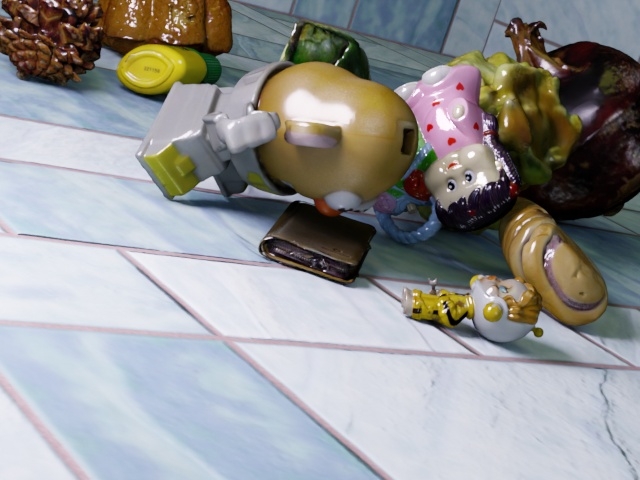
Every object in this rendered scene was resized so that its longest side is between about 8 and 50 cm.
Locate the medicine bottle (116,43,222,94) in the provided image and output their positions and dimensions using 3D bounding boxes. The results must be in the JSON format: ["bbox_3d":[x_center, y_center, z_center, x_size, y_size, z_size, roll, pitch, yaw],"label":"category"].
[{"bbox_3d":[-0.223,-0.268,2.204,0.111,0.076,0.309,0,5,13],"label":"medicine bottle"}]

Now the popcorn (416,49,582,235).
[{"bbox_3d":[0.213,-0.139,1.883,0.224,0.258,0.270,48,7,-3],"label":"popcorn"}]

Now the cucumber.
[{"bbox_3d":[-0.015,-0.169,1.747,0.145,0.105,0.325,11,-17,-6],"label":"cucumber"}]

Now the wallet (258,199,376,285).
[{"bbox_3d":[0.000,0.000,1.538,0.110,0.031,0.198,20,14,4],"label":"wallet"}]

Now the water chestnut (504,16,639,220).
[{"bbox_3d":[0.379,-0.202,2.232,0.347,0.335,0.335,48,3,-20],"label":"water chestnut"}]

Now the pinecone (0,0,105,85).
[{"bbox_3d":[-0.374,-0.299,1.948,0.173,0.174,0.173,17,14,-4],"label":"pinecone"}]

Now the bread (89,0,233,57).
[{"bbox_3d":[-0.263,-0.367,2.390,0.246,0.135,0.232,4,8,-33],"label":"bread"}]

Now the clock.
[{"bbox_3d":[0.141,-0.093,1.714,0.100,0.194,0.195,18,47,-57],"label":"clock"}]

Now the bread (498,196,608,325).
[{"bbox_3d":[0.271,0.026,1.660,0.134,0.081,0.225,45,8,-8],"label":"bread"}]

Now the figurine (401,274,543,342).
[{"bbox_3d":[0.157,0.069,1.420,0.143,0.068,0.101,-3,18,-27],"label":"figurine"}]

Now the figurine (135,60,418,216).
[{"bbox_3d":[-0.027,-0.113,1.530,0.284,0.167,0.342,-1,23,30],"label":"figurine"}]
